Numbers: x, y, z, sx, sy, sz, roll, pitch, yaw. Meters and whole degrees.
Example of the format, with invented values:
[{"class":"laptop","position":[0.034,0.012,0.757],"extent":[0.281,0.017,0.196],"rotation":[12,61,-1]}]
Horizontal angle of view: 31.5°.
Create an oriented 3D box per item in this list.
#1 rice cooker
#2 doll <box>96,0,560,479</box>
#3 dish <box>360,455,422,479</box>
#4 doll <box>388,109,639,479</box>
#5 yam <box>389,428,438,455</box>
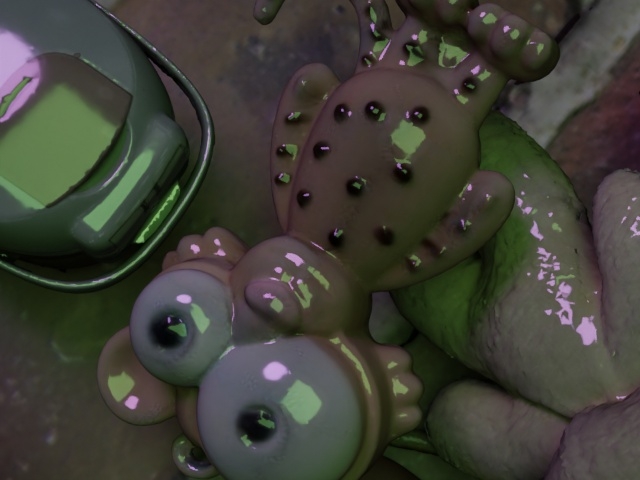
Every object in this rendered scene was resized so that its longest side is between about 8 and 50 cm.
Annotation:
[{"class":"rice cooker","position":[-0.160,-0.064,0.598],"extent":[0.206,0.127,0.145],"rotation":[35,80,0]},{"class":"doll","position":[0.002,0.000,0.543],"extent":[0.154,0.119,0.278],"rotation":[25,97,14]},{"class":"dish","position":[0.036,0.215,0.573],"extent":[0.213,0.090,0.213],"rotation":[1,79,-4]},{"class":"doll","position":[0.136,0.054,0.561],"extent":[0.149,0.175,0.278],"rotation":[-24,58,-17]},{"class":"yam","position":[0.068,0.115,0.634],"extent":[0.107,0.014,0.014],"rotation":[12,79,-2]}]
